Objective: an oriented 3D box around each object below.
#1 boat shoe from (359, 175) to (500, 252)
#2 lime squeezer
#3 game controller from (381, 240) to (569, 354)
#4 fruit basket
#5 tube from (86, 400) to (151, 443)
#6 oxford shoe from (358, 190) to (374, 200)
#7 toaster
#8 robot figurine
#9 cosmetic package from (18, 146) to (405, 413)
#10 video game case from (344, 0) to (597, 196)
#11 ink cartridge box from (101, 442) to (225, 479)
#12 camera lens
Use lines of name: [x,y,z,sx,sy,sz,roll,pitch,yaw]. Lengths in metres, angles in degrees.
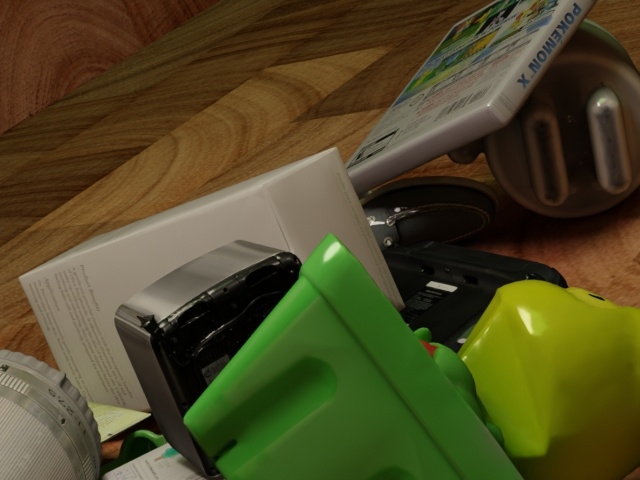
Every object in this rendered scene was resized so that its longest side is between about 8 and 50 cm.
boat shoe: [0.060,0.009,2.187,0.319,0.116,0.099,-12,51,19]
lime squeezer: [-0.156,0.203,1.908,0.310,0.059,0.110,-25,18,-7]
game controller: [0.125,0.070,1.978,0.166,0.067,0.319,-44,23,-17]
fruit basket: [0.102,0.113,1.420,0.392,0.283,0.392,-37,-4,-3]
tube: [-0.269,0.198,1.962,0.240,0.062,0.070,-2,63,59]
oxford shoe: [0.000,0.000,2.325,0.212,0.076,0.076,-22,-22,27]
toaster: [-0.086,0.099,1.717,0.168,0.186,0.110,-31,23,-23]
robot figurine: [0.282,-0.150,2.173,0.299,0.200,0.353,-7,19,4]
cosmetic package: [-0.120,0.056,1.971,0.365,0.197,0.155,-18,8,35]
video game case: [0.178,-0.192,2.097,0.300,0.036,0.329,-53,14,-30]
ink cartridge box: [-0.042,0.204,1.756,0.311,0.065,0.186,-28,18,-10]
camera lens: [-0.336,0.247,1.720,0.219,0.219,0.274,-17,18,17]
